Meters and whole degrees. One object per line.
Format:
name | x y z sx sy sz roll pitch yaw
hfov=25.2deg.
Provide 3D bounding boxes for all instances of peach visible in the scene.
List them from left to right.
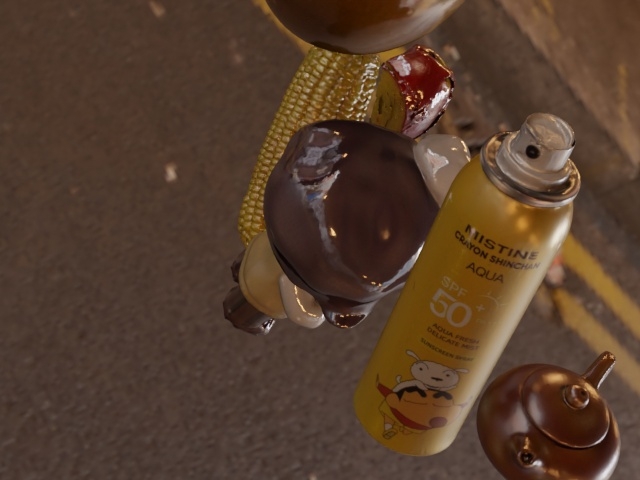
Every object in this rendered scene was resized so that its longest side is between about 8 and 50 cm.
peach | 0.136 -0.208 2.156 0.092 0.172 0.127 42 31 25

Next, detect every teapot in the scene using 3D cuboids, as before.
teapot | 0.293 0.206 1.719 0.178 0.135 0.252 42 49 10

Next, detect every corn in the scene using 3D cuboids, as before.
corn | -0.015 -0.134 2.066 0.131 0.344 0.131 22 10 -4

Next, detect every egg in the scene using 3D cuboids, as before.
egg | 0.071 -0.384 1.676 0.282 0.351 0.282 33 12 -8

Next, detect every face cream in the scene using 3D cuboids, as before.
face cream | 0.128 0.037 1.218 0.105 0.349 0.105 13 40 -11

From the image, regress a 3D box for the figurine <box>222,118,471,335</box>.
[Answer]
figurine | 0.015 0.013 1.669 0.206 0.365 0.218 28 57 -1
